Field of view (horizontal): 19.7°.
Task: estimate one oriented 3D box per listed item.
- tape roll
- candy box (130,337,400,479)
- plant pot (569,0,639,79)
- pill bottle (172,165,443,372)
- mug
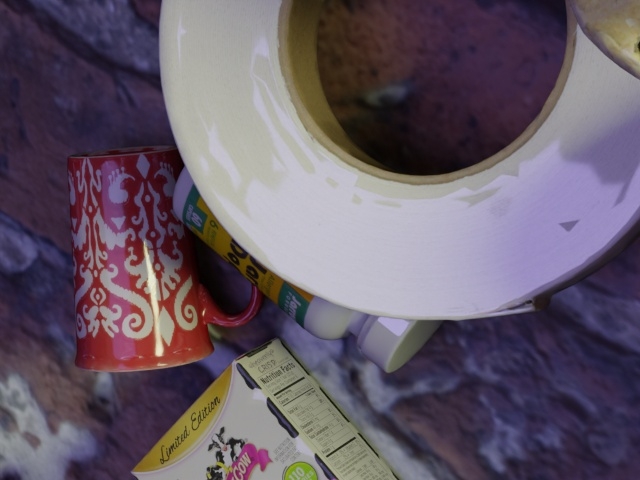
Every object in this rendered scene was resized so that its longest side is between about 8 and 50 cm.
[{"bbox_3d":[0.079,-0.137,1.254,0.392,0.072,0.392,0,89,18],"label":"tape roll"},{"bbox_3d":[-0.022,0.218,1.472,0.233,0.071,0.159,49,122,11],"label":"candy box"},{"bbox_3d":[0.275,-0.228,0.994,0.334,0.305,0.334,22,129,29],"label":"plant pot"},{"bbox_3d":[0.000,0.000,1.375,0.208,0.117,0.117,40,119,15],"label":"pill bottle"},{"bbox_3d":[-0.133,0.009,1.481,0.113,0.150,0.169,-170,73,-66],"label":"mug"}]
